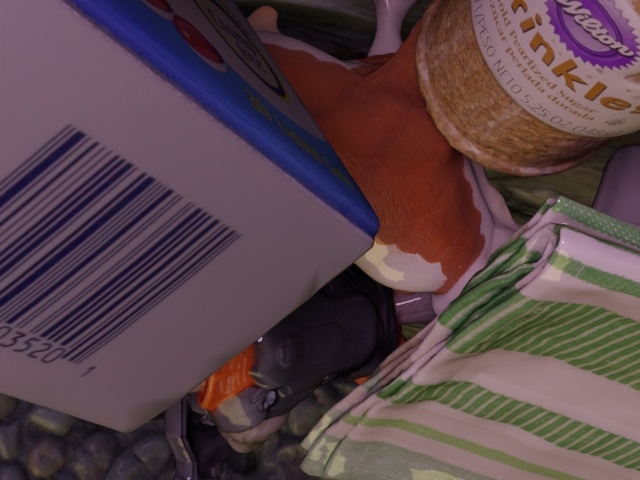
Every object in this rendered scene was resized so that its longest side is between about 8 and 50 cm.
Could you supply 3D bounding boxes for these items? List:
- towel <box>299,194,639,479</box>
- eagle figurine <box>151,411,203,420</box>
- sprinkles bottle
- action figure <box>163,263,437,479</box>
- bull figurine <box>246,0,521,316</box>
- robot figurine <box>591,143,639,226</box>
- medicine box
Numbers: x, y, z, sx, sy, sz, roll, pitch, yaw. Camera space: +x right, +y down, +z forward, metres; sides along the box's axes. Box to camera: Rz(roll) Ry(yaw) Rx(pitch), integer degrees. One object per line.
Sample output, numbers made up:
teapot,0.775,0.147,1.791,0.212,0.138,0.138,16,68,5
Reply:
towel,0.153,0.102,0.726,0.248,0.038,0.325,19,146,-13
eagle figurine,-0.069,0.037,1.244,0.298,0.226,0.225,-9,122,23
sprinkles bottle,0.142,-0.117,0.505,0.121,0.121,0.355,16,168,-9
action figure,0.000,0.000,0.839,0.330,0.341,0.178,-16,-162,-35
bull figurine,-0.003,-0.073,0.704,0.310,0.188,0.101,16,168,-10
robot figurine,0.337,0.034,0.772,0.354,0.199,0.300,11,133,17
medicine box,-0.148,-0.101,0.491,0.289,0.149,0.263,58,-168,29
